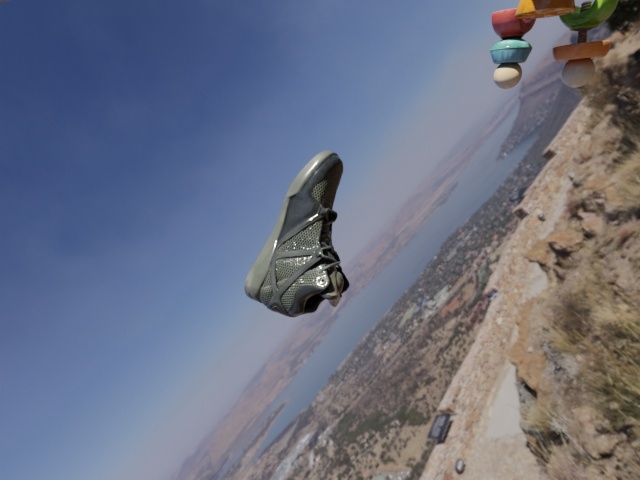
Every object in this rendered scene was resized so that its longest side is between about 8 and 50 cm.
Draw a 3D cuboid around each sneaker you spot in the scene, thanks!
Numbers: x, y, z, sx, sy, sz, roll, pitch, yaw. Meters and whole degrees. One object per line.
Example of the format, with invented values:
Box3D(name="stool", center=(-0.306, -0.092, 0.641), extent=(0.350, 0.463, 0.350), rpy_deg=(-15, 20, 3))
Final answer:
Box3D(name="sneaker", center=(0.000, 0.000, 0.533), extent=(0.228, 0.130, 0.087), rpy_deg=(-64, -25, 0))

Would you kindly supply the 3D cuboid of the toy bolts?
Box3D(name="toy bolts", center=(0.444, -0.399, 0.836), extent=(0.218, 0.228, 0.159), rpy_deg=(-14, -67, -29))
